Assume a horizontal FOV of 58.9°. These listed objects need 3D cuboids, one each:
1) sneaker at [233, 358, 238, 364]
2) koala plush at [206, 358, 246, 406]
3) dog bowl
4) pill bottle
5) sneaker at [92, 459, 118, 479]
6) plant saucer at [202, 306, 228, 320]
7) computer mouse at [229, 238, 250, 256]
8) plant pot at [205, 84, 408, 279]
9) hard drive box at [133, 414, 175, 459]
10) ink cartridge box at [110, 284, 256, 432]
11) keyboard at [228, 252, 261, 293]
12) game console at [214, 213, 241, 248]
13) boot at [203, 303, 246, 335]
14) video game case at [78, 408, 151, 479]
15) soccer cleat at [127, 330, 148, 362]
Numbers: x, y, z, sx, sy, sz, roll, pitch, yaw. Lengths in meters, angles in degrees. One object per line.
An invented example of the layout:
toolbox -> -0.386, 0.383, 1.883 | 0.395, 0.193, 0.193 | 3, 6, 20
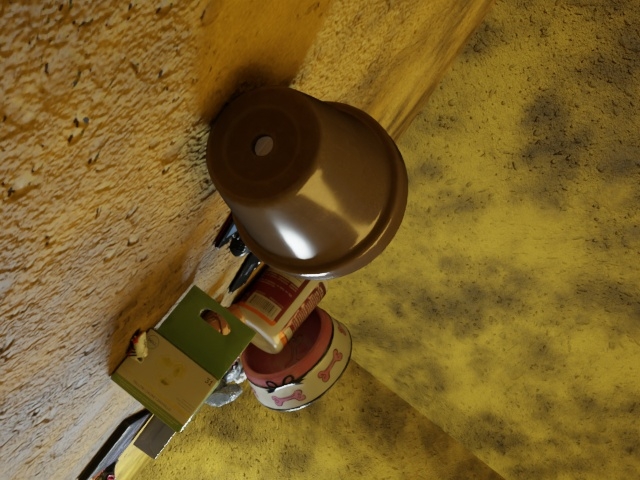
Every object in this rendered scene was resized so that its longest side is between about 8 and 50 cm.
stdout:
sneaker -> -0.337, 0.379, 2.085 | 0.299, 0.112, 0.120 | -25, 118, -57
koala plush -> -0.397, 0.536, 2.277 | 0.203, 0.196, 0.221 | -41, -176, 37
dog bowl -> -0.101, 0.389, 2.014 | 0.408, 0.150, 0.408 | -23, -147, 16
pill bottle -> -0.114, 0.176, 1.963 | 0.392, 0.224, 0.224 | -50, 175, -26
sneaker -> -0.656, 0.719, 1.760 | 0.047, 0.057, 0.119 | -55, 177, 12
plant saucer -> -0.331, 0.261, 1.589 | 0.200, 0.037, 0.200 | -53, 175, -6
computer mouse -> -0.130, -0.047, 1.184 | 0.071, 0.041, 0.242 | -46, 172, -49
plant pot -> -0.029, -0.089, 0.749 | 0.263, 0.263, 0.229 | -53, 159, 2
hard drive box -> -0.503, 0.583, 1.882 | 0.181, 0.089, 0.232 | -53, -176, 4
ink cartridge box -> -0.263, 0.225, 1.108 | 0.235, 0.171, 0.056 | -52, 176, -9
keyboard -> -0.195, 0.069, 1.573 | 0.108, 0.023, 0.180 | -36, 165, -53
game console -> -0.119, -0.033, 1.098 | 0.144, 0.085, 0.124 | -55, 175, 29
boot -> -0.287, 0.308, 1.499 | 0.220, 0.109, 0.283 | -36, 137, -32
video game case -> -0.585, 0.589, 1.662 | 0.196, 0.026, 0.274 | -52, 177, -6
soccer cleat -> -0.332, 0.197, 1.046 | 0.083, 0.036, 0.029 | -55, 175, 38
